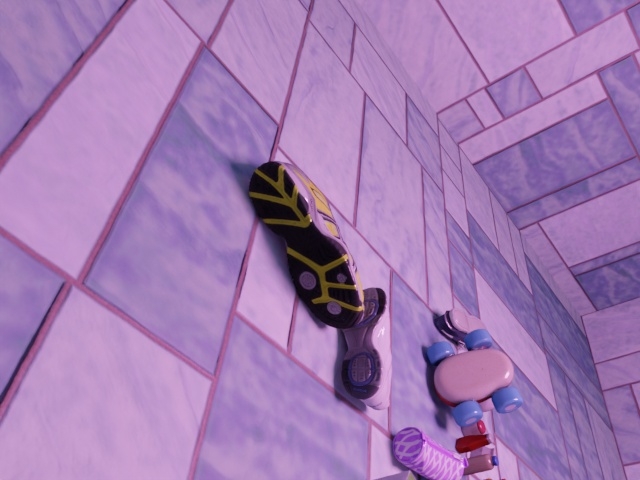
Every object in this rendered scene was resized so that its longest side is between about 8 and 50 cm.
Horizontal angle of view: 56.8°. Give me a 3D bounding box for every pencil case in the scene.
[{"bbox_3d":[0.246,0.483,1.320,0.206,0.088,0.086,38,36,-38],"label":"pencil case"}]

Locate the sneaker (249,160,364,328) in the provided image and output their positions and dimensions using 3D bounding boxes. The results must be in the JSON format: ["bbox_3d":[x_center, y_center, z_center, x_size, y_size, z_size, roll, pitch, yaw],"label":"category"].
[{"bbox_3d":[0.000,0.000,1.249,0.147,0.145,0.385,-27,92,-61],"label":"sneaker"}]

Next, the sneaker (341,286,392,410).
[{"bbox_3d":[0.107,0.234,1.304,0.297,0.111,0.129,-81,151,-41],"label":"sneaker"}]

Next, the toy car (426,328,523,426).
[{"bbox_3d":[0.415,0.406,1.613,0.238,0.210,0.219,74,-2,-50],"label":"toy car"}]

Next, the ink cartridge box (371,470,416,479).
[{"bbox_3d":[0.100,0.503,1.041,0.062,0.109,0.209,61,29,-3],"label":"ink cartridge box"}]

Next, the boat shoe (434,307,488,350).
[{"bbox_3d":[0.439,0.281,1.809,0.254,0.079,0.095,28,47,-44],"label":"boat shoe"}]

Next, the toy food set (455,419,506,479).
[{"bbox_3d":[0.429,0.550,1.547,0.111,0.104,0.232,58,29,-11],"label":"toy food set"}]
